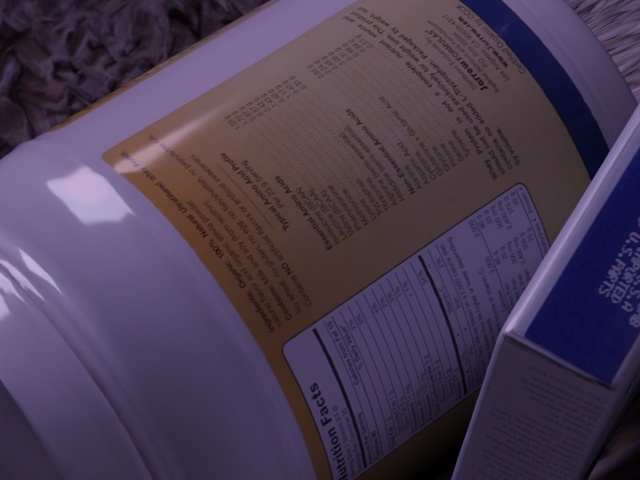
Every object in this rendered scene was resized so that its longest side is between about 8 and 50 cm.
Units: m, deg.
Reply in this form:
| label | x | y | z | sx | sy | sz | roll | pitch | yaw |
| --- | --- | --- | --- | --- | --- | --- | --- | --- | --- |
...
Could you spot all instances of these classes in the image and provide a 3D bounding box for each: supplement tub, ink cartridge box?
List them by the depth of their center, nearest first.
| label | x | y | z | sx | sy | sz | roll | pitch | yaw |
| --- | --- | --- | --- | --- | --- | --- | --- | --- | --- |
| ink cartridge box | 0.110 | 0.020 | 0.716 | 0.223 | 0.045 | 0.224 | -55 | -12 | -31 |
| supplement tub | -0.021 | 0.017 | 0.911 | 0.316 | 0.228 | 0.228 | -33 | 8 | -23 |
